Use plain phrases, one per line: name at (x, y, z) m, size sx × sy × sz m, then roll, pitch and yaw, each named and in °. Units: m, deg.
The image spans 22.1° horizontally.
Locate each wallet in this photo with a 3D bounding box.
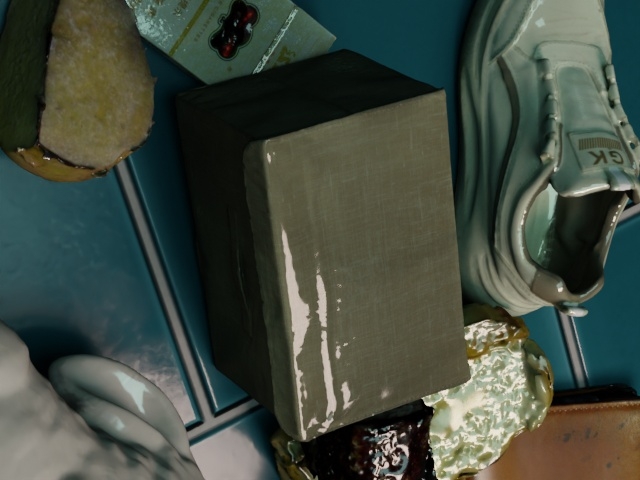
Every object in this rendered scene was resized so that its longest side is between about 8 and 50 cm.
wallet at (0.200, 0.212, 1.424) m, size 0.196 × 0.042 × 0.160 m, roll -3°, pitch 95°, yaw -24°

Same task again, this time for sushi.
sushi at (0.036, 0.158, 1.221) m, size 0.098 × 0.094 × 0.084 m, roll -12°, pitch 105°, yaw -17°

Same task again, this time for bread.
bread at (0.076, 0.142, 1.317) m, size 0.232 × 0.088 × 0.128 m, roll -31°, pitch 105°, yaw -10°

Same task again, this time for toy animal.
toy animal at (-0.207, 0.155, 1.093) m, size 0.194 × 0.258 × 0.357 m, roll -44°, pitch 135°, yaw 15°

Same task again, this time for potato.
potato at (-0.178, -0.114, 1.139) m, size 0.101 × 0.089 × 0.172 m, roll 20°, pitch 63°, yaw -42°

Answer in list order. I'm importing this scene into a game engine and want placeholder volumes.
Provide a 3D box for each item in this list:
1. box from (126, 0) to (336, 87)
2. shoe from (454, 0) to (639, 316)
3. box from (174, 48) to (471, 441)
box at (-0.073, -0.160, 1.206) m, size 0.167 × 0.024 × 0.090 m, roll 35°, pitch 84°, yaw -30°
shoe at (0.194, -0.080, 1.294) m, size 0.124 × 0.159 × 0.316 m, roll 0°, pitch 103°, yaw -27°
box at (0.000, 0.000, 1.192) m, size 0.155 × 0.149 × 0.231 m, roll -18°, pitch 115°, yaw -23°
